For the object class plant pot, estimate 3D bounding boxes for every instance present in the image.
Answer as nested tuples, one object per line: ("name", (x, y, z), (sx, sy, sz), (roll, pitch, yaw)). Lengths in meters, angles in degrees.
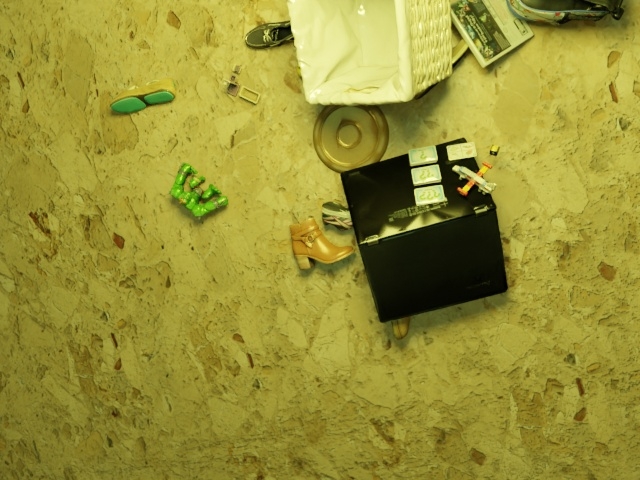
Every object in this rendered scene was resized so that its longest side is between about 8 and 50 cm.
("plant pot", (0.089, -0.317, 1.464), (0.236, 0.032, 0.236), (2, 99, 11))

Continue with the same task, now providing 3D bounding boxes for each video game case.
("video game case", (0.459, -0.592, 1.313), (0.173, 0.022, 0.190), (-34, 91, -8))

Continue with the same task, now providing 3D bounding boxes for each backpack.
("backpack", (0.600, -0.673, 1.205), (0.263, 0.213, 0.277), (1, 96, 3))

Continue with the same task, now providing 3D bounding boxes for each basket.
("basket", (0.129, -0.535, 1.209), (0.328, 0.266, 0.331), (12, 125, 39))

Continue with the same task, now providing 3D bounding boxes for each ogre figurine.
("ogre figurine", (-0.404, -0.152, 1.569), (0.197, 0.097, 0.118), (41, 87, -12))

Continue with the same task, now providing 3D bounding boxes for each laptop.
("laptop", (0.297, -0.030, 1.413), (0.381, 0.236, 0.408), (-15, 59, 5))

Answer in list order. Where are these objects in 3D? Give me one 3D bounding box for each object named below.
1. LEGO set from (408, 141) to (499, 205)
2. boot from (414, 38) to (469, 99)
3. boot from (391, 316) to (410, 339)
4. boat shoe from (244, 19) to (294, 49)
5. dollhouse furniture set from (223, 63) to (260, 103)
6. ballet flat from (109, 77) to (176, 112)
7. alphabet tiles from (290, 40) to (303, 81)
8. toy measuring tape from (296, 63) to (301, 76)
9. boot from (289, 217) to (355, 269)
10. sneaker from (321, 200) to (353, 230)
("LEGO set", (0.372, -0.200, 1.319), (0.244, 0.060, 0.183), (-7, 63, 10))
("boot", (0.300, -0.529, 1.363), (0.213, 0.077, 0.165), (-42, 86, 15))
("boot", (0.342, 0.177, 1.462), (0.269, 0.089, 0.236), (-7, 98, 12))
("boat shoe", (-0.141, -0.620, 1.441), (0.206, 0.065, 0.075), (-2, 100, 19))
("dollhouse furniture set", (-0.239, -0.480, 1.481), (0.114, 0.081, 0.091), (27, 104, 7))
("ballet flat", (-0.573, -0.473, 1.570), (0.232, 0.080, 0.073), (-8, 69, 11))
("alphabet tiles", (0.010, -0.603, 1.446), (0.198, 0.009, 0.237), (-16, 96, 14))
("toy measuring tape", (0.027, -0.616, 1.377), (0.121, 0.121, 0.330), (36, 104, 4))
("boot", (0.000, 0.000, 1.516), (0.197, 0.073, 0.152), (-14, 92, 11))
("sneaker", (0.087, -0.063, 1.497), (0.178, 0.072, 0.077), (17, 125, 7))
